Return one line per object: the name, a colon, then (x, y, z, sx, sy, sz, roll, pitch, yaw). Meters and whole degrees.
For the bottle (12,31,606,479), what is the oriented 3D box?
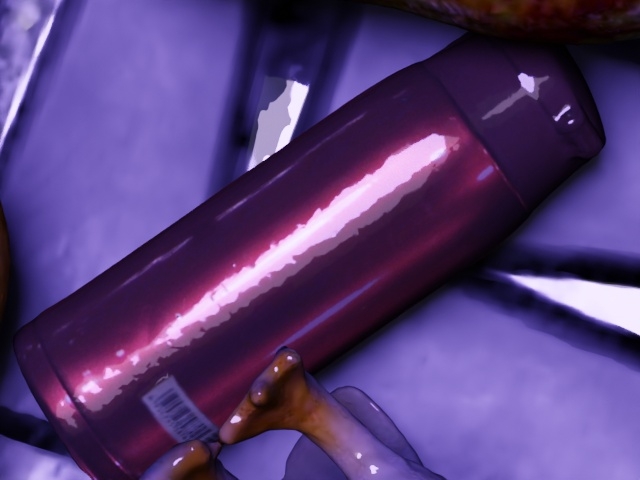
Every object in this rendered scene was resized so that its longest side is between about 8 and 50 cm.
bottle: (0.000, 0.000, 0.521, 0.164, 0.060, 0.060, -35, 77, 4)

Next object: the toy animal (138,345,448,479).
toy animal: (0.021, 0.103, 0.442, 0.272, 0.197, 0.160, -45, 74, 6)

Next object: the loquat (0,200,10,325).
loquat: (-0.153, 0.005, 0.510, 0.141, 0.141, 0.141, -1, 82, 10)

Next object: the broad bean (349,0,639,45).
broad bean: (0.015, -0.095, 0.501, 0.339, 0.061, 0.077, 12, 84, 25)
